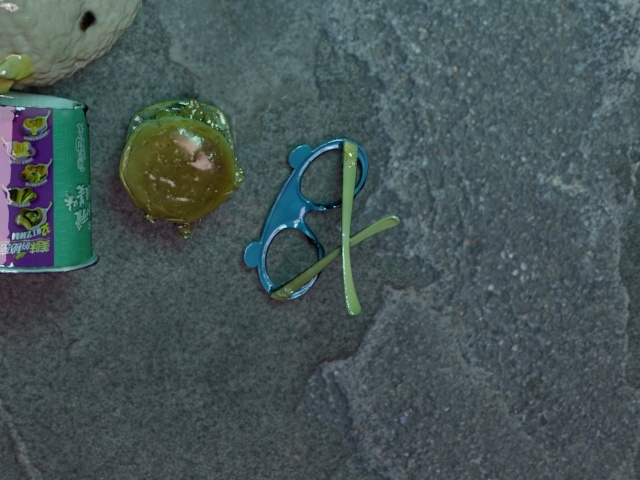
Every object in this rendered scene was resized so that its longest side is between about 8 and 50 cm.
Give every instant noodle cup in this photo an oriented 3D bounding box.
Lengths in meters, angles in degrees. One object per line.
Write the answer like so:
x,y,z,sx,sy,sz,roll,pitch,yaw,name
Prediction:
-0.379,-0.079,1.495,0.251,0.251,0.190,5,100,-13,instant noodle cup

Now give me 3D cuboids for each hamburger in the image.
-0.176,-0.086,1.581,0.159,0.131,0.185,-6,115,-5,hamburger

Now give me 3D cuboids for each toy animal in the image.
-0.384,-0.290,1.428,0.358,0.188,0.226,25,101,-27,toy animal

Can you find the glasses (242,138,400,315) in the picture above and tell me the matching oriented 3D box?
0.023,0.003,1.649,0.102,0.207,0.239,7,116,-52,glasses
